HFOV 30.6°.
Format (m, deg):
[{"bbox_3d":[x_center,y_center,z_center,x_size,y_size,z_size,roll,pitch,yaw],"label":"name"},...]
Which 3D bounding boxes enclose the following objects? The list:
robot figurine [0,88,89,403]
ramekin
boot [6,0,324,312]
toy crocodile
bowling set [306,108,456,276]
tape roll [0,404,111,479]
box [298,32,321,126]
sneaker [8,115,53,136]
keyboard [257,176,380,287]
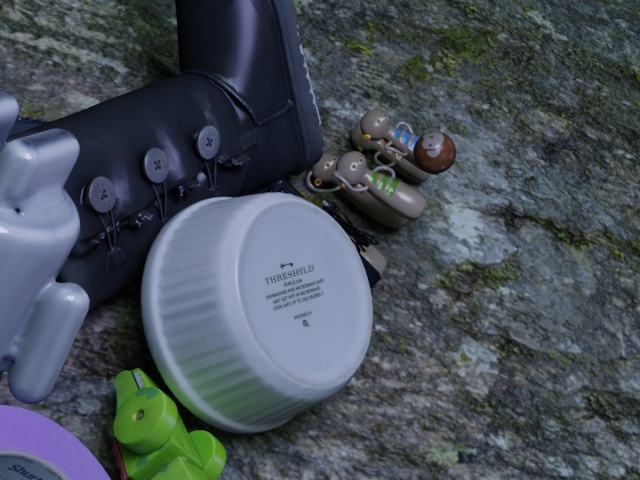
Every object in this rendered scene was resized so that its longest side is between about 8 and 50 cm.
[{"bbox_3d":[-0.362,0.031,1.111,0.300,0.353,0.200,35,17,7],"label":"robot figurine"},{"bbox_3d":[-0.057,0.072,1.298,0.272,0.127,0.273,19,63,-42],"label":"ramekin"},{"bbox_3d":[-0.213,-0.163,1.355,0.445,0.146,0.367,-33,108,-37],"label":"boot"},{"bbox_3d":[-0.142,0.252,1.152,0.115,0.105,0.340,50,3,-44],"label":"toy crocodile"},{"bbox_3d":[0.079,-0.106,1.531,0.154,0.200,0.287,31,44,-3],"label":"bowling set"},{"bbox_3d":[-0.288,0.289,1.029,0.275,0.090,0.275,39,36,-36],"label":"tape roll"},{"bbox_3d":[-0.074,-0.241,1.648,0.114,0.036,0.207,4,55,-25],"label":"box"},{"bbox_3d":[-0.377,-0.146,1.384,0.226,0.086,0.163,-18,68,-36],"label":"sneaker"},{"bbox_3d":[0.000,0.000,1.436,0.100,0.038,0.192,-46,111,-1],"label":"keyboard"}]
